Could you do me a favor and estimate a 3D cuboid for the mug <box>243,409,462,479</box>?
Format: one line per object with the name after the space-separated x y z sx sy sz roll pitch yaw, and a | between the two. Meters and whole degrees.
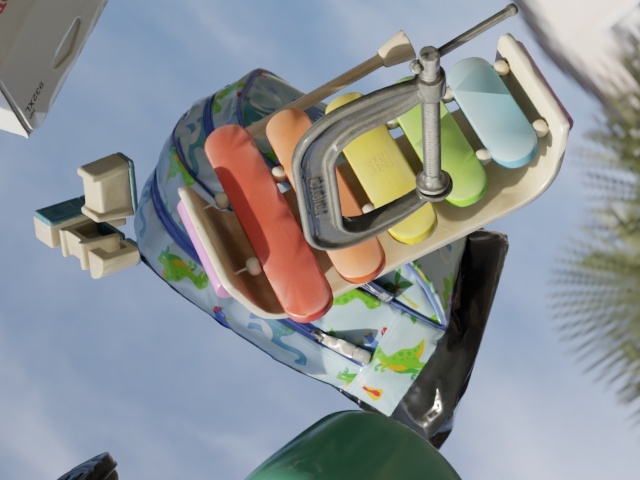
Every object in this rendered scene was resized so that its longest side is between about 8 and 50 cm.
0.016 0.180 0.836 0.097 0.129 0.158 -32 -90 -44 | mug

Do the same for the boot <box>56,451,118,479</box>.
-0.227 0.355 1.541 0.207 0.094 0.246 52 -136 -13 | boot

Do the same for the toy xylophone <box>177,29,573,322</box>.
0.033 -0.066 1.305 0.236 0.322 0.081 53 171 34 | toy xylophone

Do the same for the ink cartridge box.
-0.419 -0.270 1.754 0.307 0.129 0.223 16 -113 18 | ink cartridge box

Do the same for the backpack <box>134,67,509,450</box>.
0.000 0.000 1.531 0.355 0.273 0.290 19 -147 5 | backpack

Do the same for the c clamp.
0.047 -0.051 0.892 0.137 0.161 0.022 -25 -119 -15 | c clamp

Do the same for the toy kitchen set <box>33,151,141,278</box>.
-0.300 -0.062 2.176 0.122 0.166 0.207 -19 -150 -31 | toy kitchen set
